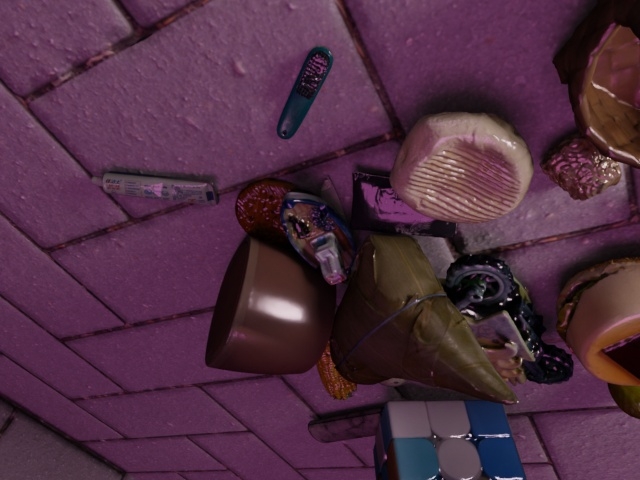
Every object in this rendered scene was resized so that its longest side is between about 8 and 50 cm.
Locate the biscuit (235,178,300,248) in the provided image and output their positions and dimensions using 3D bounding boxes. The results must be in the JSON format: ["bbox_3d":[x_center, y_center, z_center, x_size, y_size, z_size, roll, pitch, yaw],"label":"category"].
[{"bbox_3d":[-0.091,-0.049,1.057,0.187,0.027,0.188,7,135,7],"label":"biscuit"}]

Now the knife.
[{"bbox_3d":[0.040,-0.015,1.065,0.047,0.017,0.298,-5,130,15],"label":"knife"}]

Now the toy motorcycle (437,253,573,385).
[{"bbox_3d":[0.361,0.188,1.070,0.237,0.169,0.410,-19,123,43],"label":"toy motorcycle"}]

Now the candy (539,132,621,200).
[{"bbox_3d":[0.426,-0.121,0.822,0.110,0.085,0.095,42,122,-11],"label":"candy"}]

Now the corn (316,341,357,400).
[{"bbox_3d":[0.033,0.309,1.327,0.115,0.115,0.318,-2,131,16],"label":"corn"}]

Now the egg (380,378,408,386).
[{"bbox_3d":[0.177,0.294,1.251,0.141,0.141,0.182,8,154,7],"label":"egg"}]

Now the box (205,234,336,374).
[{"bbox_3d":[-0.110,0.160,1.100,0.216,0.301,0.301,19,136,-19],"label":"box"}]

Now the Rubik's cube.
[{"bbox_3d":[0.346,0.679,1.401,0.346,0.347,0.344,-1,136,-3],"label":"Rubik's cube"}]

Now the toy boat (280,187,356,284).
[{"bbox_3d":[0.000,0.000,0.988,0.114,0.115,0.262,-25,126,16],"label":"toy boat"}]

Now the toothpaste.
[{"bbox_3d":[-0.349,-0.112,1.047,0.268,0.047,0.069,7,117,4],"label":"toothpaste"}]

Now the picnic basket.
[{"bbox_3d":[0.464,-0.197,0.563,0.293,0.337,0.337,24,135,-9],"label":"picnic basket"}]

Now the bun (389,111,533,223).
[{"bbox_3d":[0.232,-0.130,0.816,0.231,0.133,0.231,7,143,5],"label":"bun"}]

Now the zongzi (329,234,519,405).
[{"bbox_3d":[0.165,0.235,0.965,0.174,0.393,0.356,-9,136,-29],"label":"zongzi"}]

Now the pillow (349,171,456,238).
[{"bbox_3d":[0.160,-0.065,0.955,0.208,0.055,0.141,6,129,8],"label":"pillow"}]

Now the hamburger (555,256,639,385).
[{"bbox_3d":[0.620,0.151,0.974,0.301,0.170,0.302,4,134,4],"label":"hamburger"}]

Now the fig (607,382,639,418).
[{"bbox_3d":[0.710,0.323,1.174,0.236,0.124,0.124,39,133,-3],"label":"fig"}]

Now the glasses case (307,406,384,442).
[{"bbox_3d":[0.104,0.602,1.630,0.299,0.060,0.114,-24,125,33],"label":"glasses case"}]

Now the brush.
[{"bbox_3d":[-0.033,-0.239,0.849,0.043,0.032,0.193,25,133,-11],"label":"brush"}]
